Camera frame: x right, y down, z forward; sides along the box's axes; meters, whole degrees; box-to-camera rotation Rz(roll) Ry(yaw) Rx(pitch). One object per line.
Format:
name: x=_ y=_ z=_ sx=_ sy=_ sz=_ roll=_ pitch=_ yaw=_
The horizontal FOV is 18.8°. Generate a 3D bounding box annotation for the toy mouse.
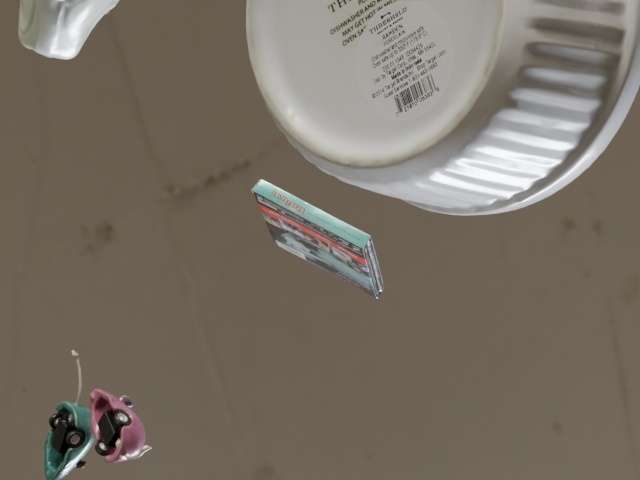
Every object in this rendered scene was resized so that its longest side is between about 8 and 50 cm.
toy mouse: x=-0.167 y=0.150 z=1.446 sx=0.031 sy=0.143 sz=0.161 roll=9 pitch=-30 yaw=-35

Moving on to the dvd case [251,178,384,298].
dvd case: x=0.000 y=0.000 z=1.323 sx=0.013 sy=0.087 sz=0.119 roll=-59 pitch=-15 yaw=-13

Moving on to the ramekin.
ramekin: x=0.057 y=-0.117 z=1.008 sx=0.109 sy=0.207 sz=0.207 roll=1 pitch=-67 yaw=-53

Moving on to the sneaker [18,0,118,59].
sneaker: x=-0.180 y=-0.250 z=1.510 sx=0.110 sy=0.292 sz=0.118 roll=15 pitch=-52 yaw=3
